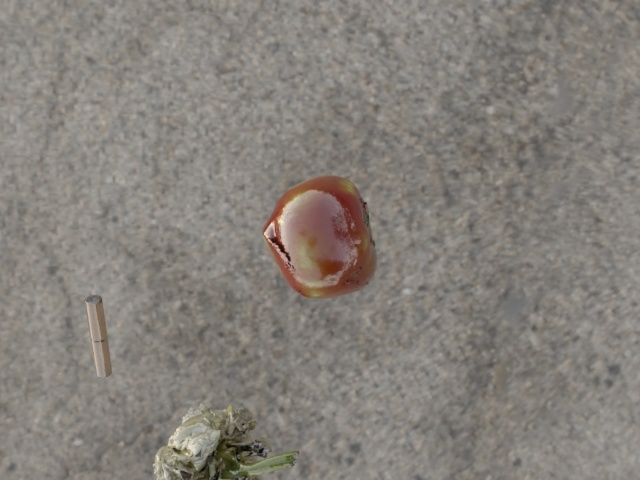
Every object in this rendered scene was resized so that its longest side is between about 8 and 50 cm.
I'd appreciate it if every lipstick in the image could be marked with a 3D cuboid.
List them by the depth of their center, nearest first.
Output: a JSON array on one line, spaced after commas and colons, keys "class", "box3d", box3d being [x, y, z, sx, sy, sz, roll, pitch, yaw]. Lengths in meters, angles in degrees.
[{"class": "lipstick", "box3d": [-0.231, 0.101, 0.993, 0.019, 0.019, 0.094, 15, 122, 27]}]

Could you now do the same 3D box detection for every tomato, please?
[{"class": "tomato", "box3d": [0.000, 0.000, 0.653, 0.075, 0.087, 0.087, -16, 87, 5]}]

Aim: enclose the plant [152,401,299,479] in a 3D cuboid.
[{"class": "plant", "box3d": [-0.082, 0.207, 0.862, 0.122, 0.116, 0.104, 3, 121, 33]}]
